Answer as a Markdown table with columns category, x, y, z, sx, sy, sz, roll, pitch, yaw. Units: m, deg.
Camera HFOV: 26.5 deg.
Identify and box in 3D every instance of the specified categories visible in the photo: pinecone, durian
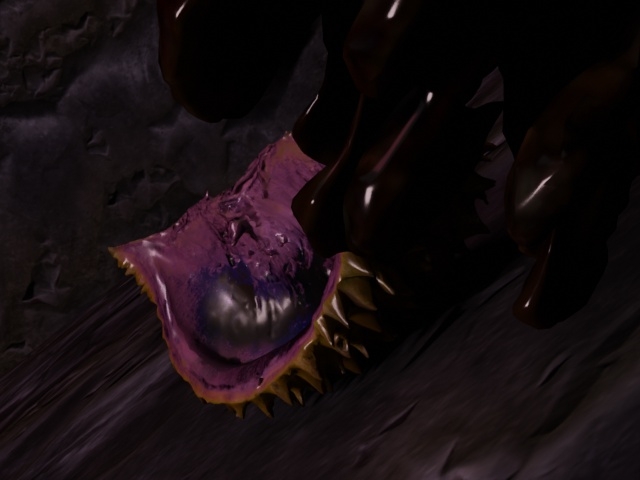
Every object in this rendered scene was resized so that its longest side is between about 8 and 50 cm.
| category | x | y | z | sx | sy | sz | roll | pitch | yaw |
| --- | --- | --- | --- | --- | --- | --- | --- | --- | --- |
| pinecone | 0.093 | -0.149 | 0.508 | 0.398 | 0.397 | 0.398 | -39 | 9 | 7 |
| durian | 0.011 | 0.010 | 0.846 | 0.187 | 0.153 | 0.260 | -20 | -8 | -27 |
